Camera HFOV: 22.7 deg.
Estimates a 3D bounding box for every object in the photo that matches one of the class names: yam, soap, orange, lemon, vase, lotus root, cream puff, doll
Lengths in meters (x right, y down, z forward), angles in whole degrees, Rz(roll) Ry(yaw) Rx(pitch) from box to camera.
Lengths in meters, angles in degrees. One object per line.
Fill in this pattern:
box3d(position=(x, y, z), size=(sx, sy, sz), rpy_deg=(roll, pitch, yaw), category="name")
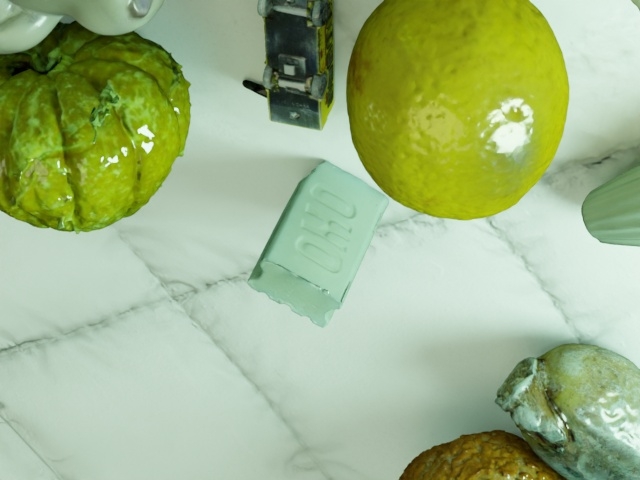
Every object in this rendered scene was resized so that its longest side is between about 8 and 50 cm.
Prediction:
box3d(position=(-0.047, -0.172, 1.952), size=(0.107, 0.014, 0.014), rpy_deg=(25, 136, 4), category="yam")
box3d(position=(0.000, 0.000, 1.956), size=(0.115, 0.198, 0.063), rpy_deg=(30, 137, -6), category="soap")
box3d(position=(-0.307, -0.130, 1.907), size=(0.301, 0.300, 0.223), rpy_deg=(3, 126, 12), category="orange")
box3d(position=(0.145, -0.154, 1.716), size=(0.267, 0.267, 0.267), rpy_deg=(13, 134, 14), category="lemon")
box3d(position=(0.409, -0.046, 1.785), size=(0.248, 0.128, 0.128), rpy_deg=(-13, 124, 43), category="vase")
box3d(position=(0.386, 0.251, 2.039), size=(0.349, 0.175, 0.175), rpy_deg=(37, 135, -15), category="lotus root")
box3d(position=(0.244, 0.366, 2.153), size=(0.303, 0.212, 0.303), rpy_deg=(28, 167, 7), category="cream puff")
box3d(position=(-0.328, -0.330, 1.802), size=(0.370, 0.226, 0.215), rpy_deg=(-13, 158, 28), category="doll")

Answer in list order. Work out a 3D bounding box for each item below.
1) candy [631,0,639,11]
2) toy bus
box3d(position=(0.420, -0.331, 1.507), size=(0.179, 0.135, 0.321), rpy_deg=(44, 131, -16), category="candy")
box3d(position=(-0.022, -0.232, 1.844), size=(0.081, 0.074, 0.226), rpy_deg=(12, 134, 17), category="toy bus")
